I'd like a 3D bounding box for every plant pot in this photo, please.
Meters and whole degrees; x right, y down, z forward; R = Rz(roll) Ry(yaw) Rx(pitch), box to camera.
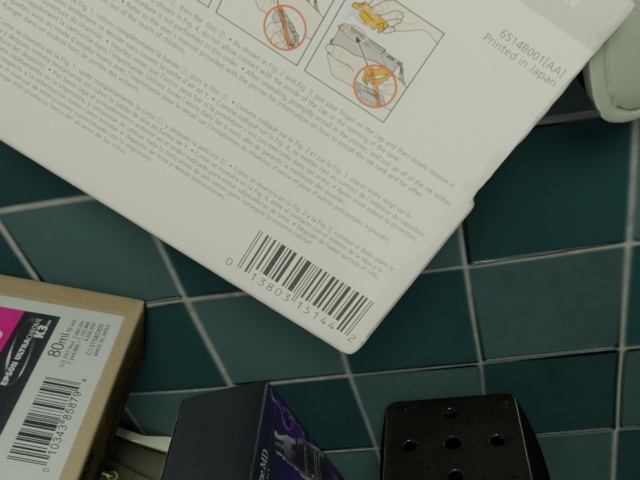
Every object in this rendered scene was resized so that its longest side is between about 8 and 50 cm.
[{"bbox_3d":[0.135,0.255,0.649,0.187,0.188,0.167,-7,117,12],"label":"plant pot"}]

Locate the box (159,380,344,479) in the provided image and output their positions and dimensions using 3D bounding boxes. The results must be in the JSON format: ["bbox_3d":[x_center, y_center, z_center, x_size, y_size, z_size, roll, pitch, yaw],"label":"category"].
[{"bbox_3d":[-0.063,0.271,0.692,0.108,0.153,0.207,-17,127,19],"label":"box"}]

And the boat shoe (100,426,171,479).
[{"bbox_3d":[-0.254,0.253,0.735,0.305,0.091,0.109,16,130,-8],"label":"boat shoe"}]

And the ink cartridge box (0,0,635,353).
[{"bbox_3d":[-0.035,-0.106,0.387,0.296,0.066,0.261,32,120,-5],"label":"ink cartridge box"}]

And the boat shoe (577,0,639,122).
[{"bbox_3d":[0.159,-0.202,0.316,0.114,0.091,0.303,-16,132,-15],"label":"boat shoe"}]

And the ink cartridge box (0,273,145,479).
[{"bbox_3d":[-0.264,0.138,0.546,0.193,0.235,0.088,11,130,-5],"label":"ink cartridge box"}]
